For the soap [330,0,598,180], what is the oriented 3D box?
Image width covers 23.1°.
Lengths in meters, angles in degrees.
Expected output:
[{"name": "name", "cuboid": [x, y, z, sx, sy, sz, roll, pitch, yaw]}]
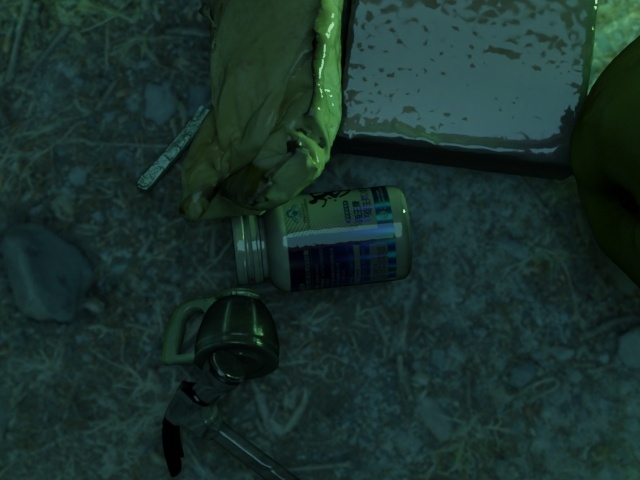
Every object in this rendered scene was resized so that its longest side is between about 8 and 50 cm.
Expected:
[{"name": "soap", "cuboid": [0.167, -0.230, 1.765, 0.285, 0.107, 0.296, 9, 82, -1]}]

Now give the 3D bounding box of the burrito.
[{"name": "burrito", "cuboid": [-0.046, -0.167, 1.679, 0.190, 0.135, 0.332, -11, 62, 32]}]

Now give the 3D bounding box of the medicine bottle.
[{"name": "medicine bottle", "cuboid": [0.000, 0.000, 1.723, 0.191, 0.107, 0.107, -6, 82, -4]}]

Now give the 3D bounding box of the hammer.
[{"name": "hammer", "cuboid": [0.013, 0.291, 1.689, 0.427, 0.044, 0.152, 36, 118, -2]}]

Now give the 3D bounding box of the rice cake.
[{"name": "rice cake", "cuboid": [-0.166, -0.103, 1.772, 0.021, 0.022, 0.121, 38, 82, 3]}]

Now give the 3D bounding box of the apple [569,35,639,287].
[{"name": "apple", "cuboid": [0.442, -0.084, 1.642, 0.357, 0.357, 0.357, 0, 82, -3]}]

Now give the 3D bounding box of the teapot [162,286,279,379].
[{"name": "teapot", "cuboid": [-0.106, 0.095, 1.716, 0.124, 0.092, 0.091, 8, 58, -10]}]
